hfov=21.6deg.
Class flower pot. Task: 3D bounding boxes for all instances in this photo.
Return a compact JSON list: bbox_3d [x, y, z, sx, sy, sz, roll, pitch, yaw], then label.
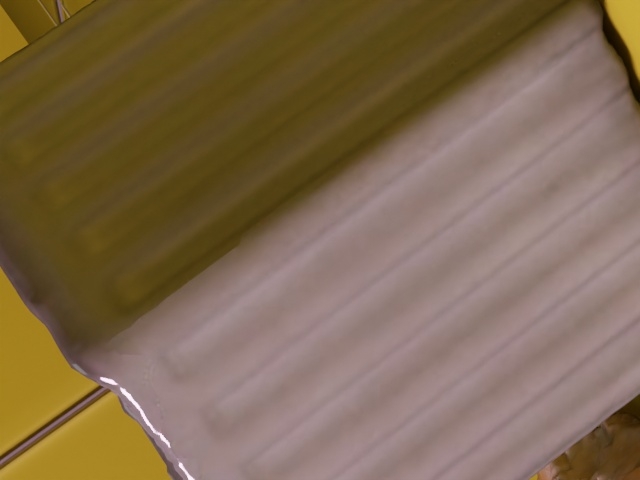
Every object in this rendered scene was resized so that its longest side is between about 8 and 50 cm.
[{"bbox_3d":[0.000,0.000,0.587,0.209,0.189,0.239,53,173,5],"label":"flower pot"}]

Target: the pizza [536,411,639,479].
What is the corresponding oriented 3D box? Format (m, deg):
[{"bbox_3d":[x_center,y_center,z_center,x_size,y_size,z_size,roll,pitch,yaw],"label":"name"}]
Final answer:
[{"bbox_3d":[0.219,0.209,0.579,0.435,0.080,0.392,50,171,18],"label":"pizza"}]
